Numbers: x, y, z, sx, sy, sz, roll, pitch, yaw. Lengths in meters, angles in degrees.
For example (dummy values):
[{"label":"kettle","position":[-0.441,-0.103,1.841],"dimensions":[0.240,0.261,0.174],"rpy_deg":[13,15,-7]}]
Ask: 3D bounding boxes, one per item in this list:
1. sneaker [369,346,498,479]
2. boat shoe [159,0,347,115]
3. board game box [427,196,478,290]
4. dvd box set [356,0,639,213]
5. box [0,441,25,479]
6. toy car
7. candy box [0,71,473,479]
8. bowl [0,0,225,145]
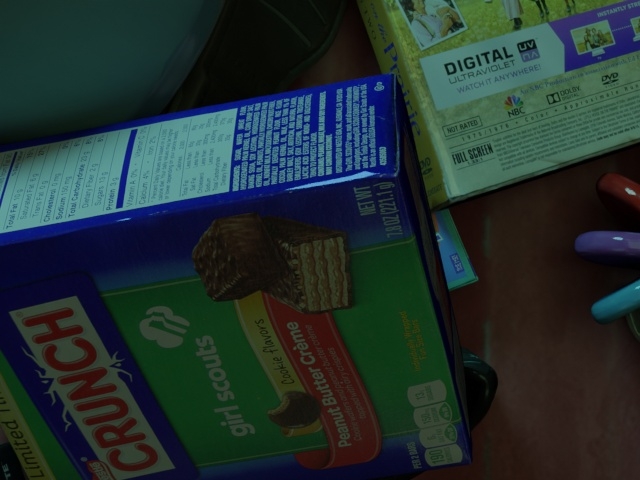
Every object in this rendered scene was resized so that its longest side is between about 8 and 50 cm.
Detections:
[{"label":"sneaker","position":[0.019,0.156,1.044],"dimensions":[0.267,0.106,0.101],"rpy_deg":[-29,91,-9]},{"label":"boat shoe","position":[-0.077,-0.143,1.048],"dimensions":[0.111,0.104,0.307],"rpy_deg":[48,54,-30]},{"label":"board game box","position":[0.000,0.000,1.083],"dimensions":[0.210,0.047,0.160],"rpy_deg":[-21,88,-9]},{"label":"dvd box set","position":[0.161,-0.264,1.103],"dimensions":[0.307,0.062,0.421],"rpy_deg":[-19,87,-19]},{"label":"box","position":[-0.255,0.305,0.893],"dimensions":[0.073,0.293,0.296],"rpy_deg":[-18,88,15]},{"label":"toy car","position":[0.274,0.005,1.070],"dimensions":[0.136,0.159,0.182],"rpy_deg":[17,83,1]},{"label":"candy box","position":[-0.075,0.050,0.924],"dimensions":[0.317,0.122,0.268],"rpy_deg":[-10,128,10]},{"label":"bowl","position":[-0.177,-0.182,0.970],"dimensions":[0.163,0.311,0.312],"rpy_deg":[29,81,-24]}]
